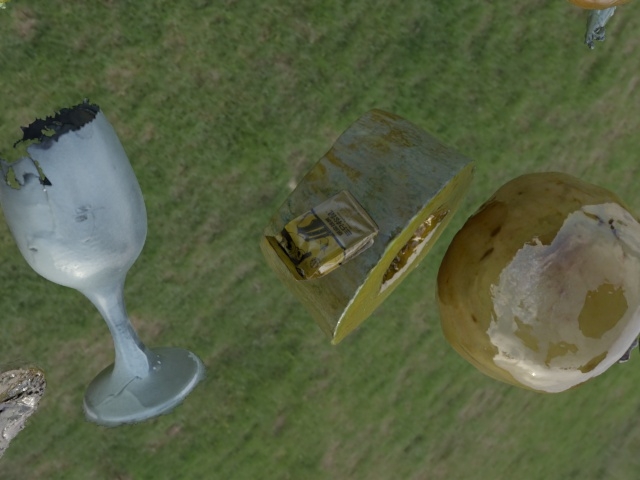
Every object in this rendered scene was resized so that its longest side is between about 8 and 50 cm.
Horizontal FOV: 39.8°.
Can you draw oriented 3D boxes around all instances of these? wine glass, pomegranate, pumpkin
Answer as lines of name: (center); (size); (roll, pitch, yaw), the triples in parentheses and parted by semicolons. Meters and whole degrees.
wine glass: (-0.222, 0.026, 0.890); (0.143, 0.143, 0.321); (-28, 116, -31)
pomegranate: (0.332, 0.067, 1.287); (0.332, 0.332, 0.333); (-32, 145, -26)
pumpkin: (0.055, -0.032, 1.296); (0.332, 0.199, 0.332); (-51, 167, -16)

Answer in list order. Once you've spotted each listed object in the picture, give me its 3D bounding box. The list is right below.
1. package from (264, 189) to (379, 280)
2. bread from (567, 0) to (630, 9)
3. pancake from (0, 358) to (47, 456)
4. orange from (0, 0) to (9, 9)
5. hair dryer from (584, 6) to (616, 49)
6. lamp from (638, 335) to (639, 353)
package: (0.000, 0.000, 1.039); (0.131, 0.071, 0.047); (-33, 163, -26)
bread: (0.274, -0.256, 0.760); (0.189, 0.077, 0.114); (-31, 146, -36)
pancake: (-0.606, 0.325, 1.427); (0.387, 0.082, 0.387); (-43, 169, -10)
orange: (-0.461, -0.336, 1.020); (0.158, 0.237, 0.179); (22, 98, -48)
hair dryer: (0.422, -0.314, 1.177); (0.237, 0.206, 0.075); (-48, 155, -32)
lamp: (0.437, 0.128, 1.061); (0.105, 0.105, 0.105); (-32, 145, -26)
